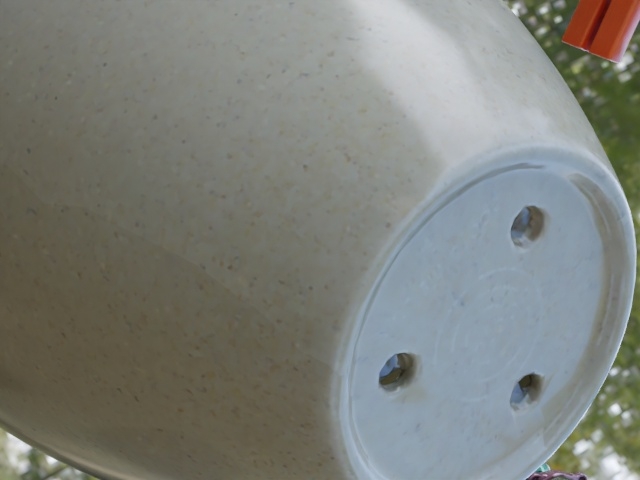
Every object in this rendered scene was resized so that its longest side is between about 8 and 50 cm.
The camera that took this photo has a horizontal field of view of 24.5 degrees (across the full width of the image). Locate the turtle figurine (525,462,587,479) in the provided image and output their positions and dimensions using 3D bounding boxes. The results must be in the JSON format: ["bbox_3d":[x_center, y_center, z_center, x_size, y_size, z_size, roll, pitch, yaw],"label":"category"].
[{"bbox_3d":[0.187,0.243,1.218,0.118,0.175,0.234,-71,-158,10],"label":"turtle figurine"}]

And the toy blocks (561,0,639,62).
[{"bbox_3d":[0.176,-0.102,0.720,0.123,0.054,0.148,21,-80,4],"label":"toy blocks"}]

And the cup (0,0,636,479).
[{"bbox_3d":[0.000,0.000,0.677,0.237,0.331,0.331,31,-41,46],"label":"cup"}]
